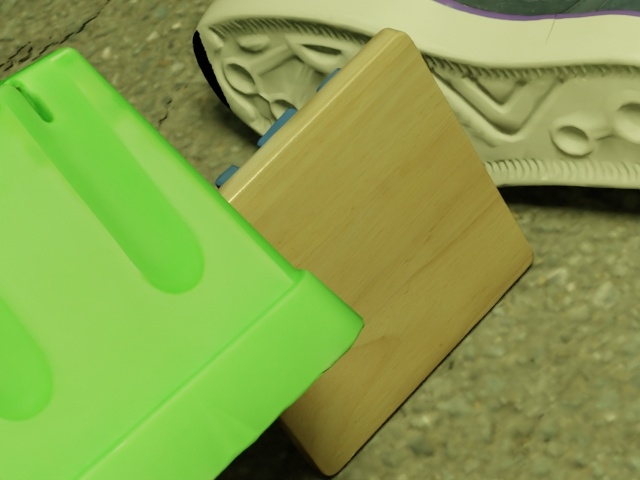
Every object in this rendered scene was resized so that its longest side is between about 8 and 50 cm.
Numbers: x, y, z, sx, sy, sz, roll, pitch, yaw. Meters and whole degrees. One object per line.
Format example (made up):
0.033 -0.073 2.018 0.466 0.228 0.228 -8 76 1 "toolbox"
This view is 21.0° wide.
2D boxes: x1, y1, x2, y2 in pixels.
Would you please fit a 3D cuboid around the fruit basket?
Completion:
-0.162 0.154 0.743 0.392 0.392 0.283 14 34 29 "fruit basket"

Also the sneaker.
0.116 -0.146 0.955 0.322 0.130 0.236 8 48 31 "sneaker"

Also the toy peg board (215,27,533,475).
0.000 0.000 0.861 0.161 0.161 0.079 -46 36 -16 "toy peg board"
